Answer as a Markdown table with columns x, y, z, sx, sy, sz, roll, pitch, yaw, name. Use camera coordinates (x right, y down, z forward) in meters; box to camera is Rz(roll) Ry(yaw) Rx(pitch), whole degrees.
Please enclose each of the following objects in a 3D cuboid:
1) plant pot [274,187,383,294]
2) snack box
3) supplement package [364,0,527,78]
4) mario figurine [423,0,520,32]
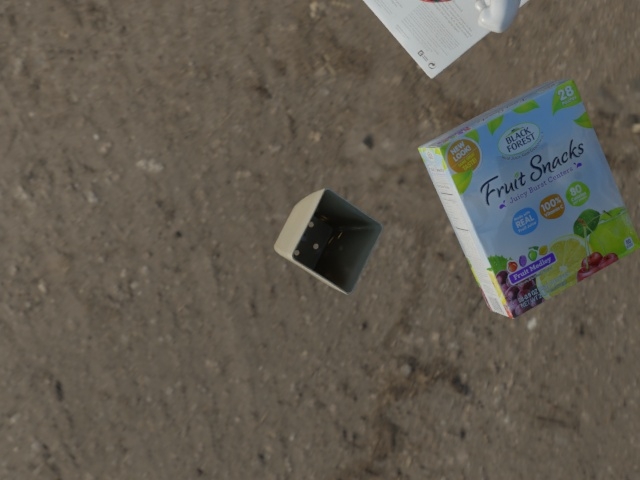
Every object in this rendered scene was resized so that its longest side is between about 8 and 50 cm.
| x | y | z | sx | sy | sz | roll | pitch | yaw | name |
| --- | --- | --- | --- | --- | --- | --- | --- | --- | --- |
| 0.000 | 0.000 | 1.505 | 0.109 | 0.096 | 0.109 | 33 | 75 | -28 | plant pot |
| 0.228 | -0.047 | 1.202 | 0.174 | 0.070 | 0.207 | -28 | 100 | -12 | snack box |
| 0.208 | -0.407 | 1.556 | 0.263 | 0.198 | 0.199 | -37 | 100 | 29 | supplement package |
| 0.171 | -0.353 | 1.194 | 0.170 | 0.198 | 0.320 | 9 | 157 | -23 | mario figurine |
